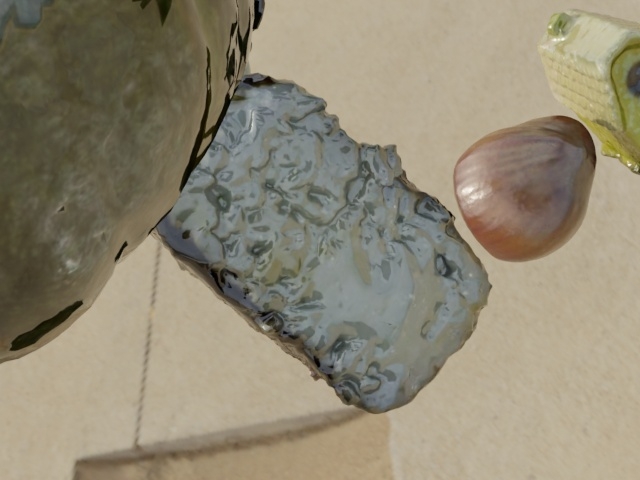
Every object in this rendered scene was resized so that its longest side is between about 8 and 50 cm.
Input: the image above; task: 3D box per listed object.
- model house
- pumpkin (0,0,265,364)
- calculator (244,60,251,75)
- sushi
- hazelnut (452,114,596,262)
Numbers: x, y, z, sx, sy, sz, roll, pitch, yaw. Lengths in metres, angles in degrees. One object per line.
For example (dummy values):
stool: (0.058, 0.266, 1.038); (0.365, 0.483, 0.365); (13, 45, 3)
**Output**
model house: (0.414, -0.215, 1.593); (0.174, 0.234, 0.193); (-55, 26, 8)
pumpkin: (-0.177, -0.080, 0.428); (0.321, 0.192, 0.320); (-6, 44, 6)
calculator: (-0.175, -0.201, 1.329); (0.186, 0.041, 0.299); (-6, 36, -7)
sushi: (0.000, 0.000, 0.982); (0.196, 0.343, 0.182); (-48, 19, 1)
hazelnut: (0.273, -0.079, 1.564); (0.186, 0.210, 0.210); (13, 72, 16)
